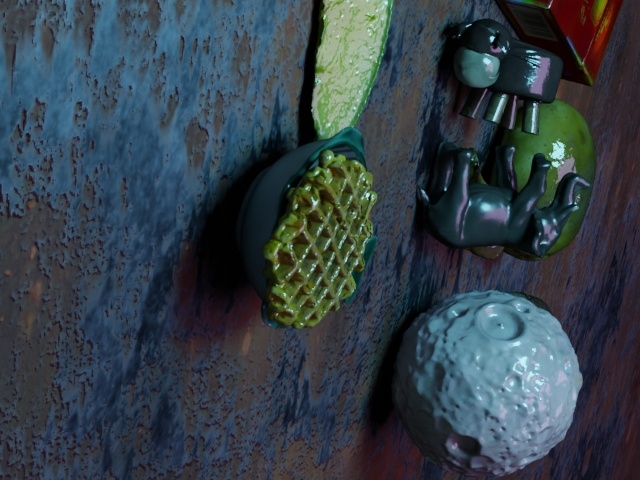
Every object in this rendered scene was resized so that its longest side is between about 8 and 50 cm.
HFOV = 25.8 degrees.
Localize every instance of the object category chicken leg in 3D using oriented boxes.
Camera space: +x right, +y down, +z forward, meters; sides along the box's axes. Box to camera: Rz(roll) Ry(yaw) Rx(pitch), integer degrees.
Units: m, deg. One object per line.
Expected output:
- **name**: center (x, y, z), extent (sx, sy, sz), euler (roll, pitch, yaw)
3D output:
- **chicken leg**: center (0.215, -0.048, 1.948), extent (0.093, 0.070, 0.178), euler (-42, 135, -38)

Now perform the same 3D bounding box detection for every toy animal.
- **toy animal**: center (0.242, -0.054, 1.870), extent (0.114, 0.245, 0.146), euler (-114, -151, -75)

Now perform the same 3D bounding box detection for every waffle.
- **waffle**: center (0.001, 0.003, 1.383), extent (0.191, 0.038, 0.191), euler (-43, 142, -45)

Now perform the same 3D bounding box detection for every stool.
- **stool**: center (0.232, -0.212, 1.806), extent (0.217, 0.125, 0.121), euler (13, 96, -56)

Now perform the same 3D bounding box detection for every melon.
- **melon**: center (0.023, -0.190, 1.475), extent (0.114, 0.053, 0.261), euler (-3, 109, -56)

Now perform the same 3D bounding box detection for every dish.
- **dish**: center (-0.024, -0.014, 1.455), extent (0.224, 0.078, 0.246), euler (-67, 154, -11)

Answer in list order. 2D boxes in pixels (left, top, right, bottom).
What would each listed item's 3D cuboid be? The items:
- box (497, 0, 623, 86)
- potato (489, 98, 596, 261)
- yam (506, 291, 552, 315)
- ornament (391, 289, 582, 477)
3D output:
- **box**: center (0.355, -0.367, 1.994), extent (0.313, 0.089, 0.197), euler (33, 75, -65)
- **potato**: center (0.324, -0.086, 2.047), extent (0.197, 0.149, 0.228), euler (28, 81, -51)
- **yam**: center (0.330, 0.124, 2.274), extent (0.127, 0.084, 0.084), euler (12, 96, -67)
- **ornament**: center (0.226, 0.186, 1.891), extent (0.259, 0.259, 0.225), euler (-50, 156, -40)
